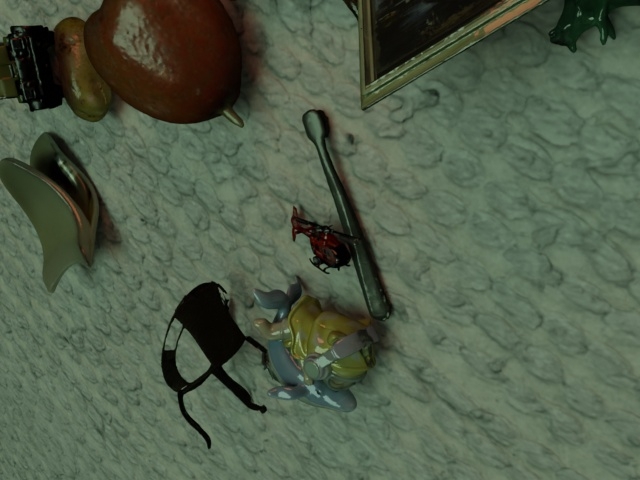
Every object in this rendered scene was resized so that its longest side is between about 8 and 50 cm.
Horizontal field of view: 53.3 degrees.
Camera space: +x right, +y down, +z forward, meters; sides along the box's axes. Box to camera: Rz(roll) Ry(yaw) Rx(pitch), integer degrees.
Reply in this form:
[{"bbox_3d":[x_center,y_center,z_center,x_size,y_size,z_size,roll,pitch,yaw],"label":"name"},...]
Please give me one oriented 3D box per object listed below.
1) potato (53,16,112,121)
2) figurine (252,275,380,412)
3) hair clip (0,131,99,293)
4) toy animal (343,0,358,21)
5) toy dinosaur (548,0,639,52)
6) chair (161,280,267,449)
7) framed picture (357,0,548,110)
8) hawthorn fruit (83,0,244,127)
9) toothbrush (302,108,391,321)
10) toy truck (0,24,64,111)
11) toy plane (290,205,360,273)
[{"bbox_3d":[-0.390,-0.282,1.047,0.107,0.080,0.170,145,115,-81],"label":"potato"},{"bbox_3d":[-0.010,0.143,0.881,0.184,0.128,0.208,-38,77,36],"label":"figurine"},{"bbox_3d":[-0.499,-0.064,1.198,0.172,0.113,0.282,-28,93,40],"label":"hair clip"},{"bbox_3d":[-0.010,-0.350,0.759,0.260,0.087,0.243,47,113,12],"label":"toy animal"},{"bbox_3d":[0.288,-0.300,0.543,0.120,0.079,0.292,32,124,19],"label":"toy dinosaur"},{"bbox_3d":[-0.161,0.181,0.981,0.149,0.174,0.213,-35,94,35],"label":"chair"},{"bbox_3d":[0.150,-0.257,0.554,0.296,0.232,0.019,-27,130,27],"label":"framed picture"},{"bbox_3d":[-0.186,-0.246,0.858,0.251,0.199,0.199,44,127,2],"label":"hawthorn fruit"},{"bbox_3d":[0.037,-0.031,0.848,0.030,0.030,0.297,-16,96,35],"label":"toothbrush"},{"bbox_3d":[-0.495,-0.282,1.050,0.257,0.127,0.127,-131,32,-68],"label":"toy truck"},{"bbox_3d":[0.000,0.000,0.862,0.145,0.037,0.060,33,133,46],"label":"toy plane"}]
